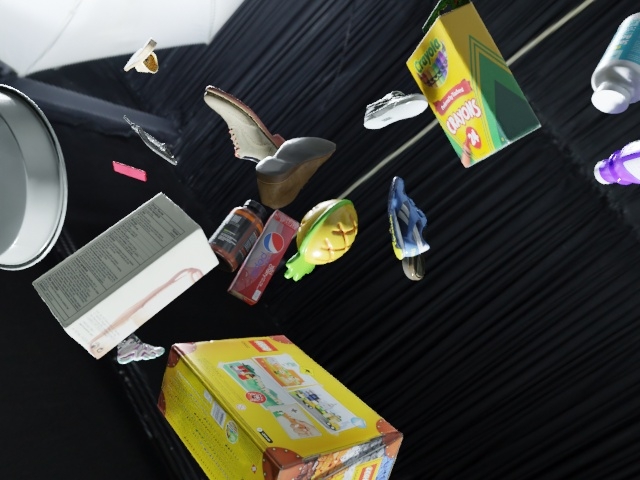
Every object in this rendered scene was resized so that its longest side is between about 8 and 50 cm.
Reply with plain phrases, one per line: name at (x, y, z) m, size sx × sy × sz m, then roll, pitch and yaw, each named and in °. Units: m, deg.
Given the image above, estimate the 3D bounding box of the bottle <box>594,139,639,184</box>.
bottle at (0.817, -0.198, 1.331) m, size 0.118 × 0.092 × 0.283 m, roll 33°, pitch 171°, yaw -8°

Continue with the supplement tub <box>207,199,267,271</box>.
supplement tub at (-0.224, -0.017, 1.435) m, size 0.106 × 0.106 × 0.197 m, roll 43°, pitch -120°, yaw -17°

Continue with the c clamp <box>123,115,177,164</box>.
c clamp at (-0.470, -0.278, 1.493) m, size 0.137 × 0.022 × 0.161 m, roll 48°, pitch -176°, yaw 36°

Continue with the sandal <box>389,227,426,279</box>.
sandal at (0.169, -0.005, 1.052) m, size 0.090 × 0.060 × 0.219 m, roll 51°, pitch -148°, yaw -36°

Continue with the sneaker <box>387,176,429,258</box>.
sneaker at (0.149, -0.040, 0.908) m, size 0.053 × 0.059 × 0.144 m, roll 82°, pitch -179°, yaw -79°

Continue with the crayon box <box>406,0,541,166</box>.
crayon box at (0.283, -0.320, 1.060) m, size 0.318 × 0.081 × 0.202 m, roll 61°, pitch 171°, yaw 2°

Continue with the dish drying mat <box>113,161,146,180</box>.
dish drying mat at (-0.468, -0.171, 1.301) m, size 0.083 × 0.032 × 0.008 m, roll 19°, pitch -127°, yaw 4°

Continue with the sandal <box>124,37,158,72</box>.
sandal at (-0.557, -0.571, 1.701) m, size 0.079 × 0.088 × 0.240 m, roll 36°, pitch 161°, yaw -29°

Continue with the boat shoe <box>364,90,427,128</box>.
boat shoe at (0.198, -0.369, 1.443) m, size 0.078 × 0.219 × 0.070 m, roll 10°, pitch -101°, yaw -38°

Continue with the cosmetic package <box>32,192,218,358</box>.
cosmetic package at (-0.370, 0.063, 1.033) m, size 0.153 × 0.296 × 0.129 m, roll 38°, pitch 158°, yaw 33°

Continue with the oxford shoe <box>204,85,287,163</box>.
oxford shoe at (-0.230, -0.321, 1.602) m, size 0.348 × 0.130 × 0.123 m, roll 40°, pitch 177°, yaw -5°

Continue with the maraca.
maraca at (0.000, 0.000, 0.996) m, size 0.099 × 0.185 × 0.127 m, roll 41°, pitch -175°, yaw 25°

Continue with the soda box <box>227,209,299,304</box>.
soda box at (-0.160, 0.048, 1.498) m, size 0.084 × 0.263 × 0.092 m, roll 31°, pitch 163°, yaw -9°

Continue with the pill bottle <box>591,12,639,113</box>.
pill bottle at (0.839, -0.475, 1.437) m, size 0.146 × 0.264 × 0.146 m, roll 31°, pitch 167°, yaw 8°

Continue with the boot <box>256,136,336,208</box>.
boot at (-0.064, -0.186, 1.396) m, size 0.112 × 0.115 × 0.305 m, roll 23°, pitch -140°, yaw 25°

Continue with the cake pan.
cake pan at (-0.518, -0.094, 0.817) m, size 0.293 × 0.293 × 0.054 m, roll 53°, pitch -156°, yaw 8°

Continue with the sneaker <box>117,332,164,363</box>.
sneaker at (-0.396, 0.227, 1.159) m, size 0.038 × 0.098 × 0.069 m, roll 178°, pitch 84°, yaw -70°

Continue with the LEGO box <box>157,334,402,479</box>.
LEGO box at (-0.116, 0.443, 1.314) m, size 0.373 × 0.193 × 0.500 m, roll 5°, pitch -163°, yaw -42°
